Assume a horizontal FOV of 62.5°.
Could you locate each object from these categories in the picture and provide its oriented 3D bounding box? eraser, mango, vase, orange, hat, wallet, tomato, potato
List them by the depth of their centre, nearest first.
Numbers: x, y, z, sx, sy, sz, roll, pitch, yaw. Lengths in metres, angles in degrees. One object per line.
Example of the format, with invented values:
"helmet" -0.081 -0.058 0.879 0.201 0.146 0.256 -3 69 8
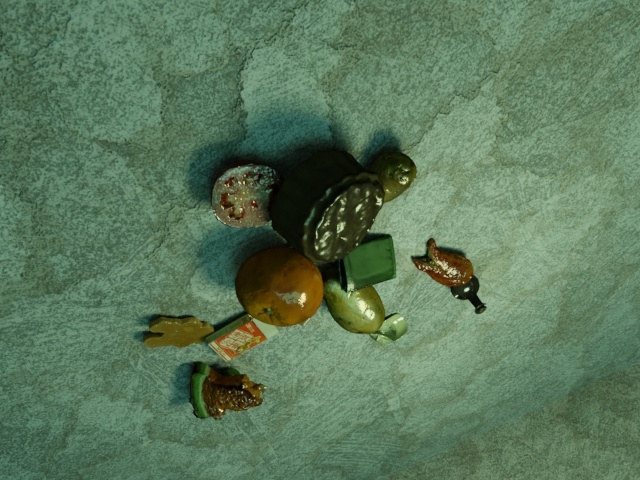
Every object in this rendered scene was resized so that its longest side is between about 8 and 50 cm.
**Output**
"tomato" -0.212 -0.141 1.505 0.225 0.085 0.225 -11 133 -12
"potato" 0.216 -0.197 1.618 0.137 0.137 0.176 22 139 -36
"orange" -0.129 0.143 1.673 0.283 0.226 0.284 10 144 8
"wallet" 0.163 0.078 1.819 0.236 0.055 0.160 -14 104 -36
"mango" 0.111 0.209 1.912 0.176 0.175 0.329 -47 119 -28
"eraser" -0.280 0.342 1.917 0.230 0.038 0.157 -29 140 -2
"vase" 0.597 0.213 2.098 0.120 0.183 0.120 -13 132 -14
"hat" 0.274 0.362 2.180 0.166 0.081 0.122 -36 96 -11

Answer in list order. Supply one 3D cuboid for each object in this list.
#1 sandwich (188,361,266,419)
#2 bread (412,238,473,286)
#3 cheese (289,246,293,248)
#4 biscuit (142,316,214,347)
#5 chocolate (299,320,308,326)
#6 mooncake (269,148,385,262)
"sandwich" -0.345 0.560 2.013 0.301 0.162 0.250 3 121 13
"bread" 0.474 0.101 2.009 0.269 0.095 0.139 24 109 -32
"cheese" 0.000 0.001 1.746 0.235 0.050 0.127 -24 137 0
"biscuit" -0.483 0.317 1.823 0.236 0.040 0.144 6 134 -36
"chocolate" -0.080 0.277 1.968 0.100 0.031 0.064 32 94 -44
"mooncake" 0.028 -0.090 1.524 0.324 0.187 0.324 -32 144 -26
